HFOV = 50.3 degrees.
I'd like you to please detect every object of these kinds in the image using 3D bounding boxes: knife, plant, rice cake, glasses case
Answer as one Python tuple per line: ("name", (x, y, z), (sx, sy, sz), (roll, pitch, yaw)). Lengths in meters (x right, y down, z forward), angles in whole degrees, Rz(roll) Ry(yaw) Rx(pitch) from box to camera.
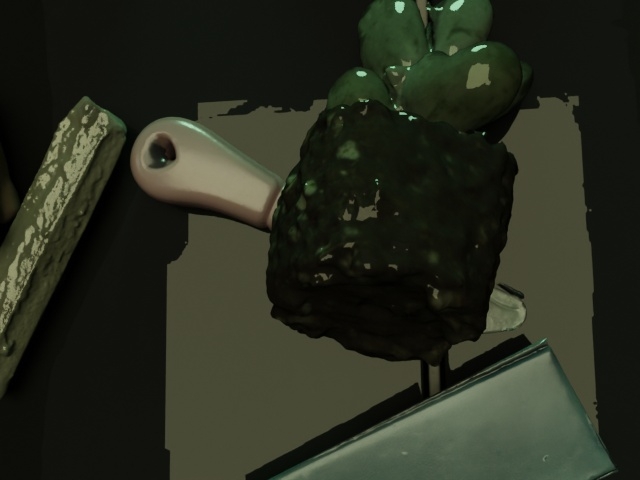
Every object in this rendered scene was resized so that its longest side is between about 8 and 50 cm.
("knife", (-0.002, 0.002, 0.531), (0.336, 0.043, 0.081), (28, 88, 7))
("plant", (0.059, -0.063, 0.458), (0.146, 0.149, 0.275), (33, 58, -21))
("rice cake", (-0.227, 0.009, 0.551), (0.052, 0.057, 0.256), (26, 87, -8))
("glasses case", (0.065, 0.176, 0.496), (0.266, 0.056, 0.105), (-28, 84, 4))

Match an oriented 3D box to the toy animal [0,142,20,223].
("toy animal", (-0.361, -0.043, 0.498), (0.221, 0.210, 0.229), (-42, 115, 9))
